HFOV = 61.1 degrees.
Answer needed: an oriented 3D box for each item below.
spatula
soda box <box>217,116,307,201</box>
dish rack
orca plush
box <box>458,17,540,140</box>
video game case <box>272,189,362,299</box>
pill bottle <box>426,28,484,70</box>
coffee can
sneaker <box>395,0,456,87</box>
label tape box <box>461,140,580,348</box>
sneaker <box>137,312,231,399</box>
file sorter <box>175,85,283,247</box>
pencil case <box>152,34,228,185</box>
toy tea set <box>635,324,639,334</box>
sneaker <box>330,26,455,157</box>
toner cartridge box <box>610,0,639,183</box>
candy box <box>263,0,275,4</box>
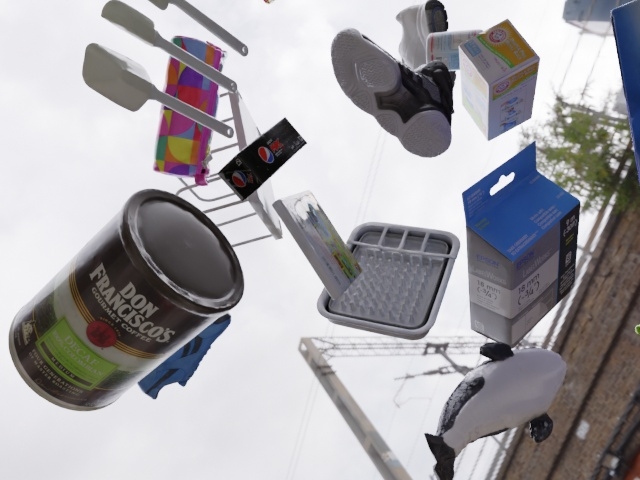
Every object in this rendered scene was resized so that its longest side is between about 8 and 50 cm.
[{"bbox_3d":[-0.171,-0.220,0.655,0.242,0.019,0.168,18,-101,-62],"label":"spatula"},{"bbox_3d":[-0.086,-0.129,0.838,0.053,0.169,0.060,-35,-78,36],"label":"soda box"},{"bbox_3d":[0.170,0.098,1.315,0.072,0.285,0.333,76,-147,-42],"label":"dish rack"},{"bbox_3d":[0.252,0.259,0.814,0.287,0.151,0.102,-40,-11,-33],"label":"orca plush"},{"bbox_3d":[0.346,-0.307,1.060,0.103,0.114,0.203,-28,-24,5],"label":"box"},{"bbox_3d":[0.000,0.000,1.155,0.026,0.206,0.227,-33,-90,19],"label":"video game case"},{"bbox_3d":[0.322,-0.428,1.221,0.160,0.087,0.087,2,-63,17],"label":"pill bottle"},{"bbox_3d":[-0.275,0.089,0.778,0.275,0.202,0.201,-39,-55,21],"label":"coffee can"},{"bbox_3d":[0.278,-0.482,1.441,0.111,0.129,0.297,-34,-56,-35],"label":"sneaker"},{"bbox_3d":[0.400,0.011,1.066,0.240,0.106,0.334,-34,-52,-27],"label":"label tape box"},{"bbox_3d":[-0.245,0.214,1.013,0.209,0.069,0.082,-35,-86,-9],"label":"sneaker"},{"bbox_3d":[-0.206,-0.139,1.144,0.173,0.278,0.193,-17,-24,5],"label":"file sorter"},{"bbox_3d":[-0.214,-0.213,0.901,0.104,0.104,0.236,4,-83,-26],"label":"pencil case"},{"bbox_3d":[0.670,0.244,1.040,0.200,0.124,0.336,-27,-66,-61],"label":"toy tea set"},{"bbox_3d":[0.134,-0.274,0.932,0.268,0.101,0.153,42,-130,-19],"label":"sneaker"},{"bbox_3d":[0.463,-0.124,0.688,0.165,0.075,0.348,-9,-91,-43],"label":"toner cartridge box"},{"bbox_3d":[0.088,-0.253,0.193,0.317,0.268,0.122,-42,-67,-4],"label":"candy box"}]
